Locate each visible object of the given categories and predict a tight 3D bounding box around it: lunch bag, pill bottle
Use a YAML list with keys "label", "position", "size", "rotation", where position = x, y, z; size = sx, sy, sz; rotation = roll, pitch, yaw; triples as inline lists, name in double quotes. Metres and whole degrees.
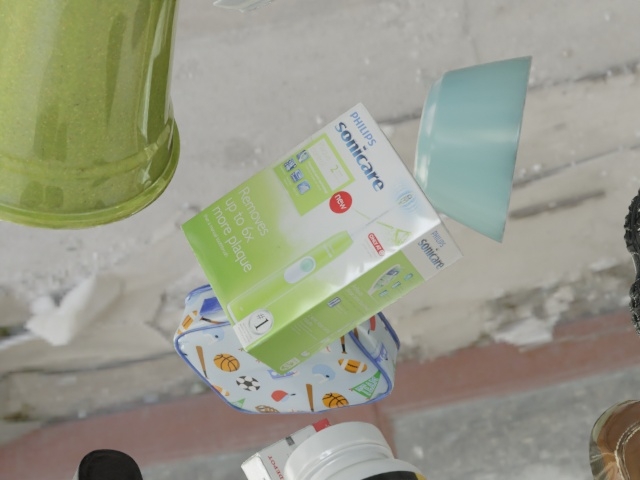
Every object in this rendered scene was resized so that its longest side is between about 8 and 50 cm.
- label: "lunch bag"
  position: [-0.044, 0.138, 1.672]
  size: [0.303, 0.115, 0.243]
  rotation: [-14, 130, 28]
- label: "pill bottle"
  position: [0.080, 0.390, 1.419]
  size: [0.187, 0.334, 0.188]
  rotation: [-17, 138, -16]

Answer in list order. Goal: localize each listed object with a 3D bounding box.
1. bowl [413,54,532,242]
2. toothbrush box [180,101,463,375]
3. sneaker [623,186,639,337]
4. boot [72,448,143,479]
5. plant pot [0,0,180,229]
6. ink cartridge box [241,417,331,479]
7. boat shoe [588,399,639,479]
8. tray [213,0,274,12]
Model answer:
- label: "bowl"
  position: [0.247, -0.162, 1.934]
  size: [0.163, 0.312, 0.311]
  rotation: [10, 154, 8]
- label: "toothbrush box"
  position: [0.000, 0.000, 1.468]
  size: [0.283, 0.206, 0.122]
  rotation: [-33, 151, 5]
- label: "sneaker"
  position: [0.491, 0.021, 1.624]
  size: [0.108, 0.272, 0.100]
  rotation: [14, 158, -22]
- label: "boot"
  position: [-0.222, 0.377, 1.076]
  size: [0.096, 0.264, 0.280]
  rotation: [4, 126, -23]
- label: "plant pot"
  position: [-0.237, -0.196, 1.080]
  size: [0.276, 0.276, 0.254]
  rotation: [2, 138, -23]
- label: "ink cartridge box"
  position: [-0.029, 0.323, 1.640]
  size: [0.135, 0.099, 0.056]
  rotation: [-20, 166, -40]
- label: "boat shoe"
  position: [0.416, 0.217, 1.293]
  size: [0.324, 0.123, 0.120]
  rotation: [-7, 168, -47]
- label: "tray"
  position: [-0.006, -0.363, 1.573]
  size: [0.270, 0.030, 0.145]
  rotation: [-21, -169, 12]
